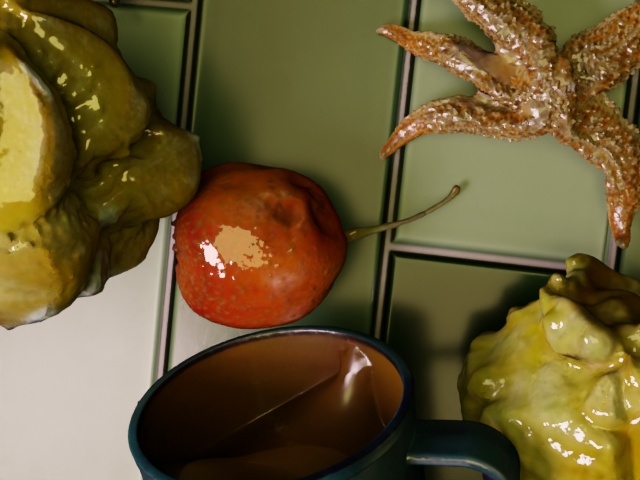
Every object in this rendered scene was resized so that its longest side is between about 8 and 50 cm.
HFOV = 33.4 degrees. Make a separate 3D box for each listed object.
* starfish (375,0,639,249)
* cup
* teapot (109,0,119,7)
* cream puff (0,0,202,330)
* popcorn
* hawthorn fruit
[{"bbox_3d":[0.190,-0.172,1.005,0.294,0.084,0.301,16,108,9],"label":"starfish"},{"bbox_3d":[0.011,0.253,0.960,0.308,0.242,0.292,-15,115,-11],"label":"cup"},{"bbox_3d":[-0.208,-0.290,1.064,0.076,0.068,0.121,-5,93,8],"label":"teapot"},{"bbox_3d":[-0.288,-0.098,0.936,0.379,0.378,0.275,4,109,7],"label":"cream puff"},{"bbox_3d":[0.259,0.145,0.942,0.258,0.224,0.270,49,140,-2],"label":"popcorn"},{"bbox_3d":[0.000,0.000,1.035,0.286,0.165,0.165,-3,94,-8],"label":"hawthorn fruit"}]
